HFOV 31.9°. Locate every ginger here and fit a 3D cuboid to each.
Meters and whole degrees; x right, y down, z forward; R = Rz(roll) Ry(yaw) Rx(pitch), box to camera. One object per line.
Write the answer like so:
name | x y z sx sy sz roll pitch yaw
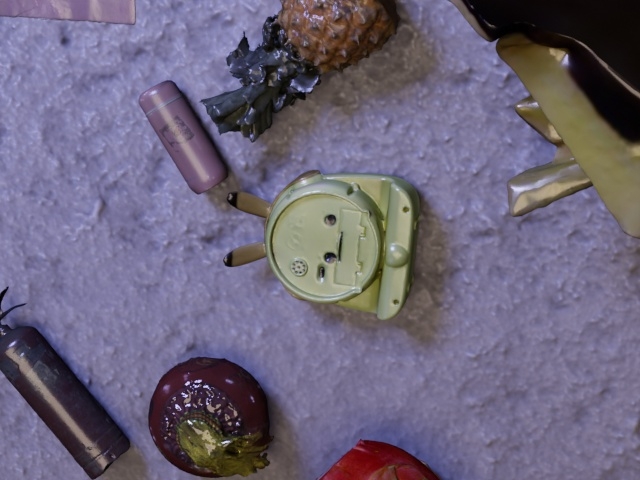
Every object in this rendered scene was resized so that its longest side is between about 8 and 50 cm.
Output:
ginger | 0.300 -0.221 1.157 0.358 0.211 0.413 23 71 0

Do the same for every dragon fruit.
dragon fruit | 0.072 0.361 1.354 0.224 0.224 0.227 -47 72 19

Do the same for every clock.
clock | 0.000 0.000 1.348 0.232 0.069 0.170 7 106 11

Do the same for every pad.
pad | -0.315 -0.326 1.367 0.188 0.006 0.113 6 106 11

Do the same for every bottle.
bottle | -0.166 -0.126 1.361 0.053 0.053 0.140 -29 96 18

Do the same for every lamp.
lamp | -0.143 0.227 1.404 0.157 0.135 0.156 -2 103 15

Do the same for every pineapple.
pineapple | -0.030 -0.215 1.276 0.248 0.128 0.128 -38 94 22

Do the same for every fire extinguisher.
fire extinguisher | -0.352 0.186 1.472 0.089 0.072 0.267 -37 94 24
